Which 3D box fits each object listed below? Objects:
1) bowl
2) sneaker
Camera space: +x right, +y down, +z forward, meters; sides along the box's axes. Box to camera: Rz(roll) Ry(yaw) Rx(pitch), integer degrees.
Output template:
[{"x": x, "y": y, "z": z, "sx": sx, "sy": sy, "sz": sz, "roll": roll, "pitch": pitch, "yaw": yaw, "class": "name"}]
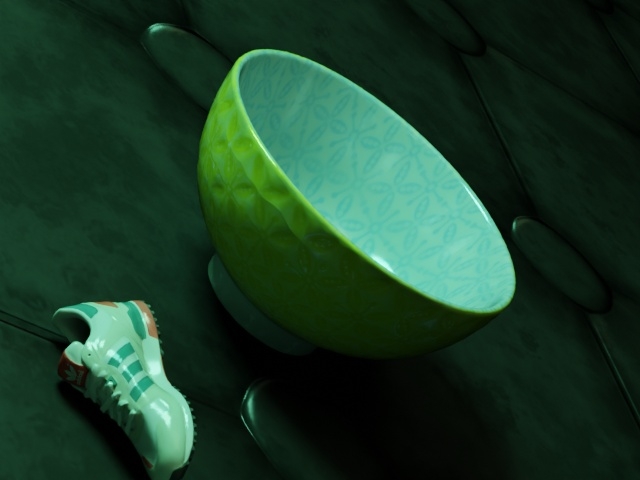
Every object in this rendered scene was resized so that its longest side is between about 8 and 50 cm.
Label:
[{"x": 0.000, "y": 0.000, "z": 1.516, "sx": 0.289, "sy": 0.156, "sz": 0.289, "roll": 34, "pitch": 25, "yaw": -19, "class": "bowl"}, {"x": -0.139, "y": 0.103, "z": 1.271, "sx": 0.075, "sy": 0.057, "sz": 0.161, "roll": 5, "pitch": 42, "yaw": -29, "class": "sneaker"}]
